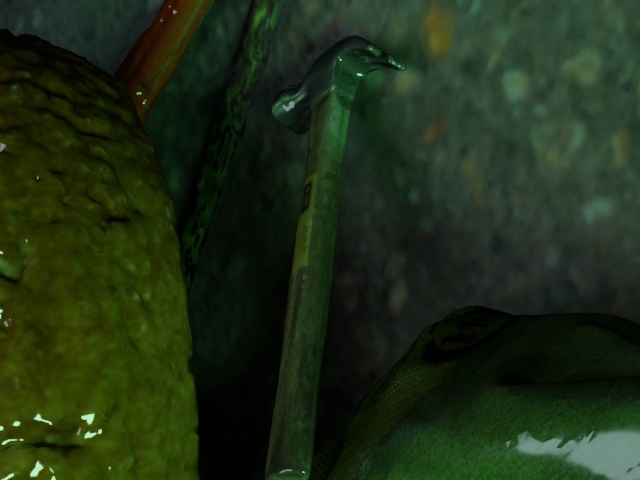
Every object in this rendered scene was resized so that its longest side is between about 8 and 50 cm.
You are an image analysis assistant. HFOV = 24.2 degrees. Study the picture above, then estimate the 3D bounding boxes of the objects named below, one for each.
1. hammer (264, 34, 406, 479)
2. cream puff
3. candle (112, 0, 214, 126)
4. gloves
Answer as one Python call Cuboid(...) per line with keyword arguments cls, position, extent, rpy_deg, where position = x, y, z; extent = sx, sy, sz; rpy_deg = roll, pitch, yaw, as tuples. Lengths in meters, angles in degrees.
Cuboid(cls="hammer", position=(0.000, 0.000, 0.490), extent=(0.062, 0.017, 0.182), rpy_deg=(-39, 33, 39))
Cuboid(cls="cream puff", position=(-0.161, 0.069, 0.550), extent=(0.303, 0.212, 0.303), rpy_deg=(180, 90, -65))
Cuboid(cls="candle", position=(-0.055, -0.095, 0.604), extent=(0.026, 0.021, 0.167), rpy_deg=(56, 128, 28))
Cuboid(cls="gloves", position=(0.054, 0.076, 0.435), extent=(0.268, 0.135, 0.107), rpy_deg=(-18, 120, 47))
